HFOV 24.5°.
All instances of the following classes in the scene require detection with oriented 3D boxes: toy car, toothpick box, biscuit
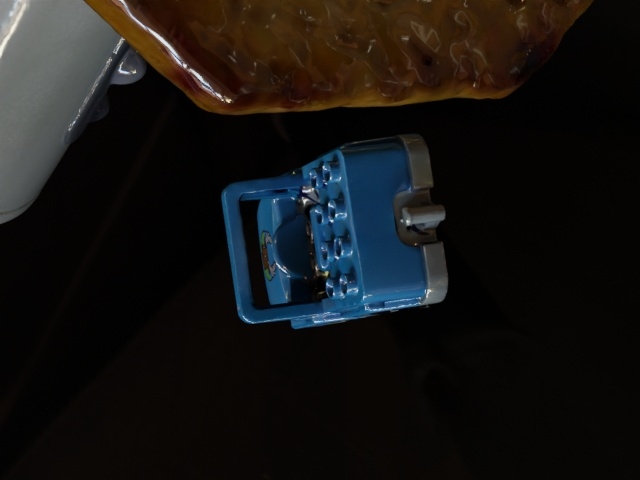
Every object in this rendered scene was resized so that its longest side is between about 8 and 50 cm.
[{"bbox_3d":[0.000,0.000,0.867,0.100,0.191,0.097,-6,85,-21],"label":"toy car"},{"bbox_3d":[-0.205,-0.177,0.979,0.316,0.229,0.229,-52,59,25],"label":"toothpick box"},{"bbox_3d":[0.014,-0.217,0.563,0.046,0.359,0.359,12,75,59],"label":"biscuit"}]
